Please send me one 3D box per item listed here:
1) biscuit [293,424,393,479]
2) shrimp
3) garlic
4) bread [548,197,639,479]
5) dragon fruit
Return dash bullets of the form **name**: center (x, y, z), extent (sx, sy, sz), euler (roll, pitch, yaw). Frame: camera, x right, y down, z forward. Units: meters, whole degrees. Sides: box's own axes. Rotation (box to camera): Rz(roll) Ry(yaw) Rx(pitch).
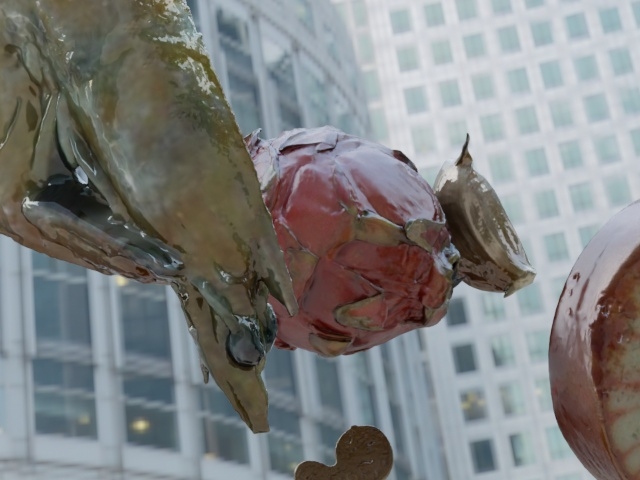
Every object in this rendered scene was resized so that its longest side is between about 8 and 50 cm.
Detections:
- **biscuit**: center (0.026, 0.319, 1.883), extent (0.138, 0.205, 0.031), euler (22, -20, 12)
- **shrimp**: center (-0.114, -0.035, 0.807), extent (0.168, 0.317, 0.077), euler (-24, 0, 26)
- **garlic**: center (0.187, -0.031, 1.851), extent (0.090, 0.198, 0.128), euler (-21, 5, -21)
- **bread**: center (0.365, 0.105, 1.465), extent (0.295, 0.328, 0.114), euler (14, -1, -21)
- **dragon fruit**: center (0.000, 0.000, 1.803), extent (0.342, 0.277, 0.277), euler (9, -28, 4)
